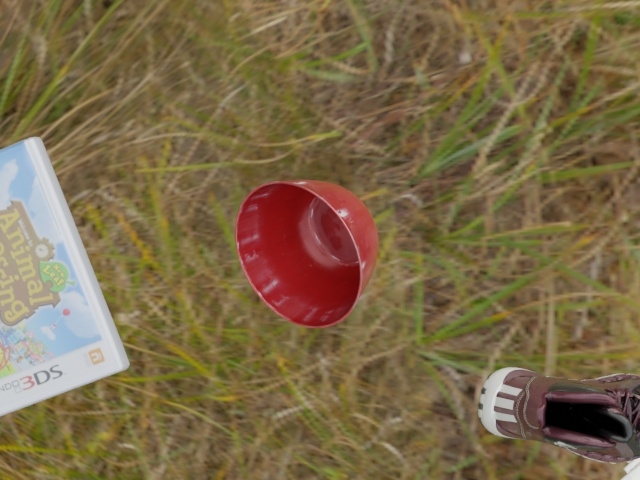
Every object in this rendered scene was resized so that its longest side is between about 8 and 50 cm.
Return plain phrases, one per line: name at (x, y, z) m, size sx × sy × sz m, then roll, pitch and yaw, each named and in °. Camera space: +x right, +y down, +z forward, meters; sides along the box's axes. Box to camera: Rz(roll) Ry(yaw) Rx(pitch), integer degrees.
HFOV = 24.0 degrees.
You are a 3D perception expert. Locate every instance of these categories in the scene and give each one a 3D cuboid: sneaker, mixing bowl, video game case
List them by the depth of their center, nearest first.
video game case at (-0.288, 0.043, 1.293) m, size 0.193 × 0.023 × 0.212 m, roll -21°, pitch 91°, yaw 13°
sneaker at (0.331, 0.209, 1.704) m, size 0.281 × 0.162 × 0.106 m, roll 6°, pitch 90°, yaw -25°
mixing bowl at (0.000, 0.000, 1.752) m, size 0.098 × 0.181 × 0.181 m, roll -33°, pitch 100°, yaw -46°

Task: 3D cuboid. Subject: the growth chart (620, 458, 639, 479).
growth chart at (0.493, 0.331, 1.982) m, size 0.172 × 0.021 × 0.237 m, roll -27°, pitch 73°, yaw -8°
